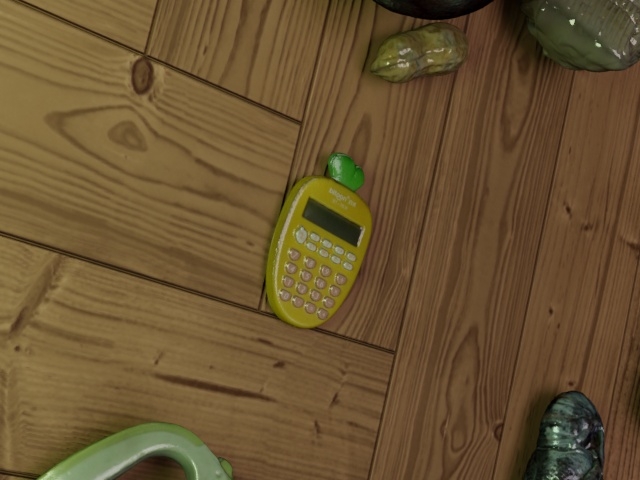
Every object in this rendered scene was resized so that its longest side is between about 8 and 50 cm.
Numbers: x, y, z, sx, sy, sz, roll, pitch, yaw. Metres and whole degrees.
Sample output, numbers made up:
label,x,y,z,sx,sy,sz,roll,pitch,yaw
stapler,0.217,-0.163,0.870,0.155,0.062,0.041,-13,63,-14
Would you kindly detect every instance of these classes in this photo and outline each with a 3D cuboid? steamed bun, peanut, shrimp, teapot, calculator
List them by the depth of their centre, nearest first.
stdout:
label,x,y,z,sx,sy,sz,roll,pitch,yaw
teapot,-0.158,0.378,1.474,0.239,0.322,0.239,-38,148,-29
calculator,0.000,0.000,1.695,0.146,0.032,0.234,29,75,-38
peanut,0.139,-0.254,1.772,0.174,0.080,0.080,-21,105,-39
shrimp,0.375,0.407,1.938,0.137,0.172,0.372,17,74,-45
steamed bun,0.387,-0.341,1.945,0.218,0.144,0.211,36,57,-3

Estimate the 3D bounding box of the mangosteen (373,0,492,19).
label,x,y,z,sx,sy,sz,roll,pitch,yaw
mangosteen,0.131,-0.439,1.635,0.330,0.330,0.330,-2,93,-40
